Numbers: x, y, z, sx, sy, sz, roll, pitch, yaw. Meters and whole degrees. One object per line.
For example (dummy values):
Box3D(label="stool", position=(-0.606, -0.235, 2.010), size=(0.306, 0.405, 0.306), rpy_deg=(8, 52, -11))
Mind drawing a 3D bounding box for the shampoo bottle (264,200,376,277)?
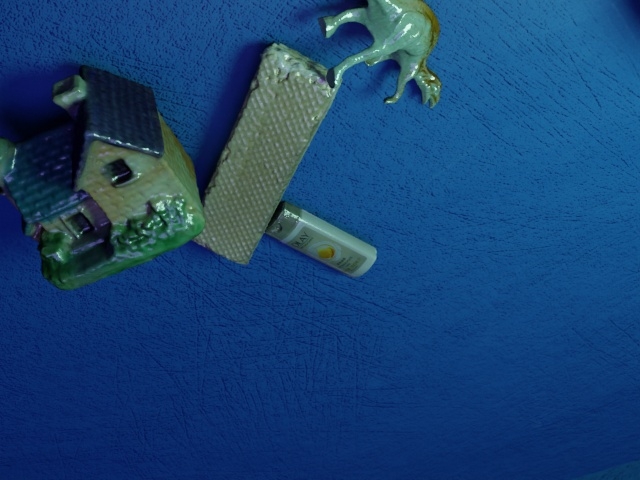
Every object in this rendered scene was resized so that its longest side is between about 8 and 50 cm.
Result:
Box3D(label="shampoo bottle", position=(0.000, 0.000, 1.488), size=(0.227, 0.055, 0.086), rpy_deg=(28, 132, -25))

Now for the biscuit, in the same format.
Box3D(label="biscuit", position=(-0.111, -0.142, 1.330), size=(0.144, 0.078, 0.426), rpy_deg=(28, 124, -5))

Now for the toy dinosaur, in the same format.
Box3D(label="toy dinosaur", position=(0.089, -0.340, 1.161), size=(0.206, 0.092, 0.392), rpy_deg=(-21, 135, -6))

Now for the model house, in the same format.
Box3D(label="model house", position=(-0.389, -0.117, 1.234), size=(0.312, 0.245, 0.280), rpy_deg=(-21, 136, 5))
